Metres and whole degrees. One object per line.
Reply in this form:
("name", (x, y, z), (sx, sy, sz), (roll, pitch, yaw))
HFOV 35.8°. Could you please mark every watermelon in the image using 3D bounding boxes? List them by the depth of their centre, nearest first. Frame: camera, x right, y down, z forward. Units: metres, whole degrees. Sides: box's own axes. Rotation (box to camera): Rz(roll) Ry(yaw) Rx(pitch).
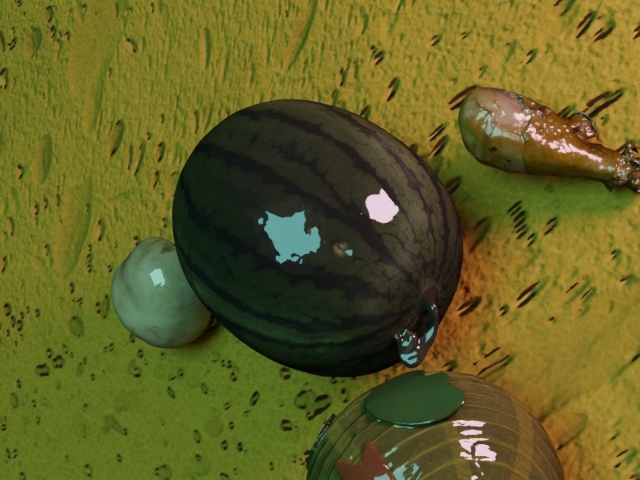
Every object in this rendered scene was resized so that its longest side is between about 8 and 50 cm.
("watermelon", (0.000, 0.000, 1.055), (0.359, 0.279, 0.278), (32, 97, 38))

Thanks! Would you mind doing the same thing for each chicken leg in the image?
("chicken leg", (0.243, -0.099, 1.037), (0.208, 0.101, 0.085), (22, 94, 17))

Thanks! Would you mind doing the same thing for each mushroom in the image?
("mushroom", (-0.199, 0.064, 1.282), (0.154, 0.122, 0.154), (22, 128, 31))

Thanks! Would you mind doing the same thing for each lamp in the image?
("lamp", (0.103, 0.236, 0.956), (0.250, 0.250, 0.284), (-62, 15, 5))
